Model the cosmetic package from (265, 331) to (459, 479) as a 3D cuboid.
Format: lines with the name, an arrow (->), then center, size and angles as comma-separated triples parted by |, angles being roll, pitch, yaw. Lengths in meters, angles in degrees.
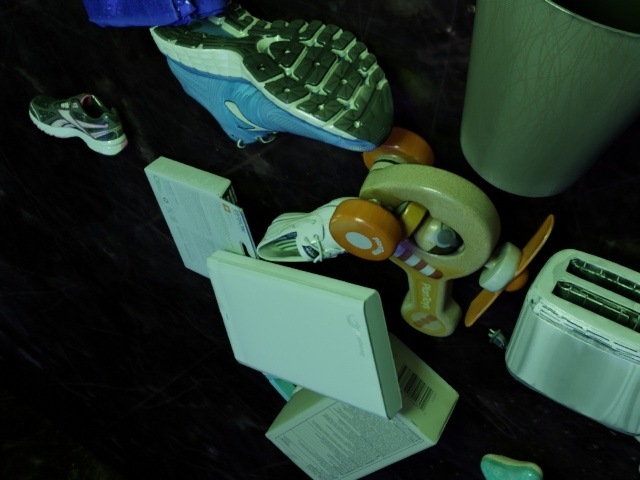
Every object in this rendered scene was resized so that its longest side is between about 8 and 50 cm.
cosmetic package -> 0.061, 0.289, 1.376 | 0.160, 0.113, 0.309 | 44, 138, -6

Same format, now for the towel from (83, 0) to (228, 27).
towel -> -0.235, -0.383, 0.911 | 0.228, 0.076, 0.308 | 7, 125, 38

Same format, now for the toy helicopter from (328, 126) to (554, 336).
toy helicopter -> 0.155, 0.029, 1.044 | 0.235, 0.140, 0.355 | 16, 151, 17

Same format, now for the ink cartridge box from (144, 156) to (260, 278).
ink cartridge box -> -0.159, -0.012, 1.322 | 0.224, 0.045, 0.223 | 23, 143, 35

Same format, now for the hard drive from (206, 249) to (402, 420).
hard drive -> -0.030, 0.132, 1.225 | 0.308, 0.040, 0.203 | 13, 127, 41

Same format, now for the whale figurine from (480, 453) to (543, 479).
whale figurine -> 0.328, 0.460, 1.328 | 0.216, 0.141, 0.272 | 4, 132, 42

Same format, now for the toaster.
toaster -> 0.310, 0.108, 0.954 | 0.227, 0.129, 0.146 | 26, 140, 23

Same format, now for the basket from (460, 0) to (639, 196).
basket -> 0.211, -0.153, 0.731 | 0.204, 0.154, 0.227 | 32, 149, 15

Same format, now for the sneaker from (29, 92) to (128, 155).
sneaker -> -0.380, -0.204, 1.326 | 0.178, 0.072, 0.077 | 20, 130, 15

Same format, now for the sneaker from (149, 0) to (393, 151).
sneaker -> -0.050, -0.179, 0.990 | 0.330, 0.130, 0.147 | 29, 153, 30

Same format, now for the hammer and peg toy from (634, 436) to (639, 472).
hammer and peg toy -> 0.545, 0.245, 0.880 | 0.266, 0.127, 0.361 | 42, 146, -4

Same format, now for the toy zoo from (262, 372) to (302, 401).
toy zoo -> -0.036, 0.237, 1.522 | 0.192, 0.030, 0.293 | -17, 117, 51

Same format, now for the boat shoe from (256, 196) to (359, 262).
boat shoe -> 0.000, 0.000, 1.171 | 0.226, 0.076, 0.083 | -12, 121, 50
